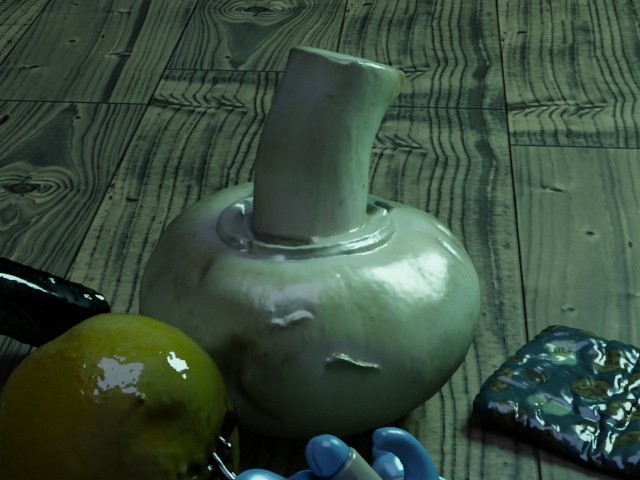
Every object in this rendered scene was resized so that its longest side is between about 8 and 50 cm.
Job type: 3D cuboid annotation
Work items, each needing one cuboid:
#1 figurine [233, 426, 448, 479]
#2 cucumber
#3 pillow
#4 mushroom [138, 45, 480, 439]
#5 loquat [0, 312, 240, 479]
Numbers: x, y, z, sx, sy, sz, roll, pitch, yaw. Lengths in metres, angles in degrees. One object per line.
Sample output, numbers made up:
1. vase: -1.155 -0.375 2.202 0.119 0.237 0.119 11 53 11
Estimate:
1. figurine: 0.020 0.228 1.040 0.154 0.180 0.262 0 30 31
2. cucumber: -0.311 0.049 1.355 0.241 0.074 0.074 24 8 -41
3. pillow: 0.285 0.153 1.329 0.256 0.034 0.189 17 34 27
4. mushroom: -0.003 0.026 1.349 0.315 0.315 0.356 9 64 17
5. loquat: -0.153 0.160 1.127 0.213 0.213 0.213 0 28 0
